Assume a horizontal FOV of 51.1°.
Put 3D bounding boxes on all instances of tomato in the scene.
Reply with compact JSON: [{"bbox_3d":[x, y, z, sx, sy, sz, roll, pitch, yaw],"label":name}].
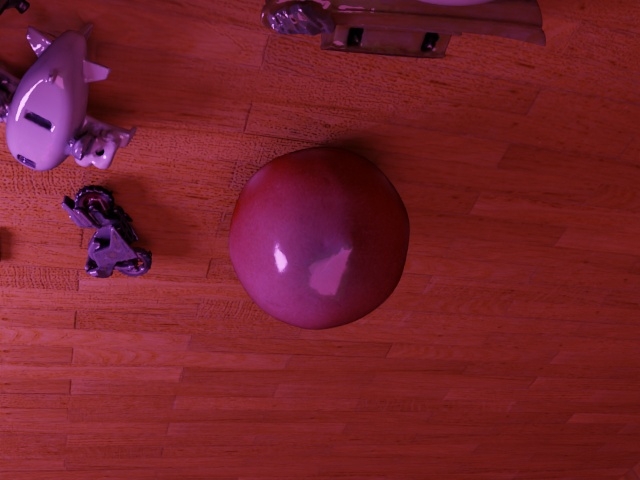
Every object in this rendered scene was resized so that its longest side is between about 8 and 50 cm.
[{"bbox_3d":[0.000,0.000,1.140,0.322,0.321,0.321,-7,136,-7],"label":"tomato"}]

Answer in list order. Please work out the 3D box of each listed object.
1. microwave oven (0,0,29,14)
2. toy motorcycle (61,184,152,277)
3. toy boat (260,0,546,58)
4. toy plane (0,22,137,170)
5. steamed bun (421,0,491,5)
[{"bbox_3d":[-0.545,-0.235,0.746,0.394,0.333,0.247,-24,131,27],"label":"microwave oven"},{"bbox_3d":[-0.397,-0.008,1.213,0.123,0.080,0.215,-19,131,2],"label":"toy motorcycle"},{"bbox_3d":[0.126,-0.331,0.972,0.446,0.136,0.162,-2,140,-13],"label":"toy boat"},{"bbox_3d":[-0.393,-0.206,0.989,0.245,0.117,0.244,4,130,5],"label":"toy plane"},{"bbox_3d":[0.165,-0.449,0.732,0.334,0.334,0.374,1,131,-15],"label":"steamed bun"}]
